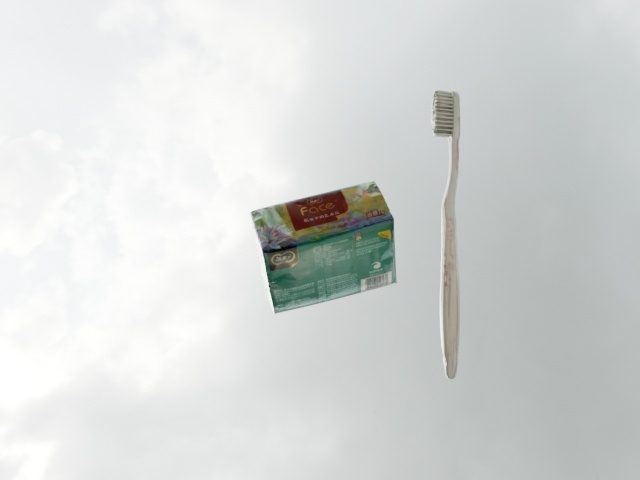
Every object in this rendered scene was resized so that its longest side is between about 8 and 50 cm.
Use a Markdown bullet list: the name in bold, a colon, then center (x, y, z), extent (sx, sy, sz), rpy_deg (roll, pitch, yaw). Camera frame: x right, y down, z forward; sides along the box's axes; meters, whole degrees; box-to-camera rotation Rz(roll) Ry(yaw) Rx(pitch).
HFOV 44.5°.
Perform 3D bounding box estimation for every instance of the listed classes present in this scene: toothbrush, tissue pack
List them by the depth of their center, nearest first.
- **tissue pack**: center (0.001, -0.001, 0.665), extent (0.111, 0.079, 0.085), rpy_deg (-15, -45, -8)
- **toothbrush**: center (0.131, -0.011, 0.817), extent (0.029, 0.025, 0.307), rpy_deg (4, -100, -13)
